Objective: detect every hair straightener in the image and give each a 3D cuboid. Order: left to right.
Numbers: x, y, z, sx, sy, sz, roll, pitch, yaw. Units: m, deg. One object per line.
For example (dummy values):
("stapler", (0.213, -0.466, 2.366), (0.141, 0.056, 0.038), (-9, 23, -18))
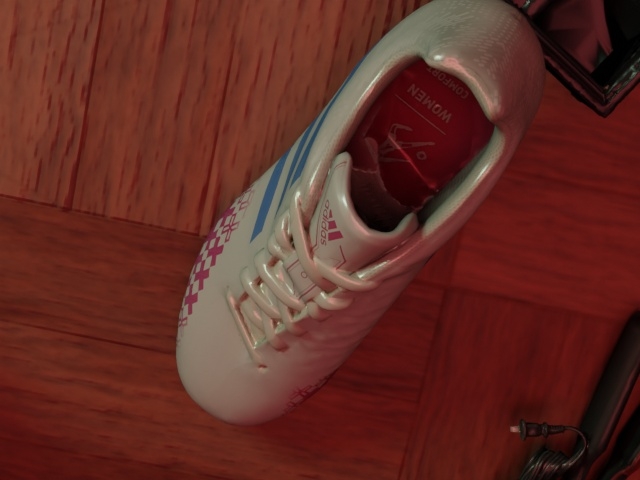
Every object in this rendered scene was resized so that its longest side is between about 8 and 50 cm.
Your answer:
("hair straightener", (0.161, 0.144, 0.815), (0.089, 0.047, 0.230), (27, 108, -6))

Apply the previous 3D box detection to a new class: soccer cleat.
("soccer cleat", (0.000, 0.000, 0.694), (0.116, 0.143, 0.331), (36, 116, -1))

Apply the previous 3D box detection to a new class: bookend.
("bookend", (0.158, -0.183, 0.708), (0.156, 0.072, 0.157), (42, 101, -10))
